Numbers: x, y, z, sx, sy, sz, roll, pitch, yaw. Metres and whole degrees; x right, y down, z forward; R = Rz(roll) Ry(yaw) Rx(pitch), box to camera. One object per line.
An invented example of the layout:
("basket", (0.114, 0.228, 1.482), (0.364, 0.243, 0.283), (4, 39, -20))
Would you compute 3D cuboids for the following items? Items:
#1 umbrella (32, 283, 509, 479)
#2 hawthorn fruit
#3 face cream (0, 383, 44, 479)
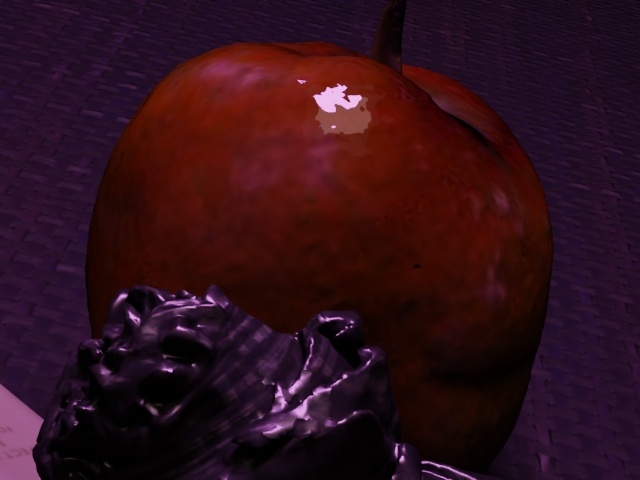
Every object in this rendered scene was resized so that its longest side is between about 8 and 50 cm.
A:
("umbrella", (0.041, 0.124, 0.608), (0.337, 0.154, 0.128), (26, 47, -12))
("hawthorn fruit", (0.000, 0.000, 0.757), (0.268, 0.301, 0.268), (8, 22, -3))
("face cream", (-0.115, 0.178, 0.609), (0.348, 0.081, 0.173), (32, 25, 32))
